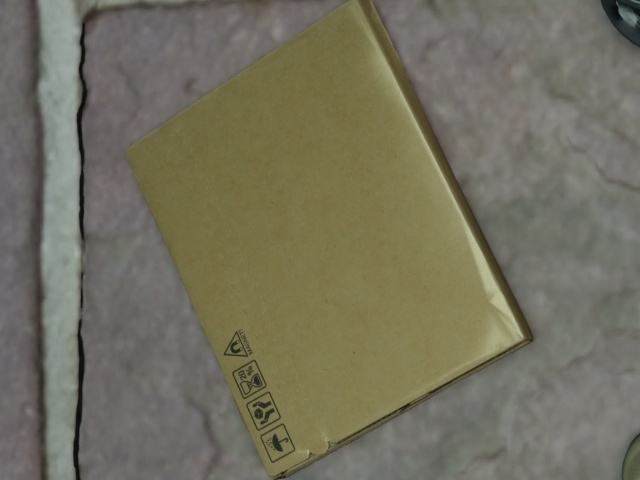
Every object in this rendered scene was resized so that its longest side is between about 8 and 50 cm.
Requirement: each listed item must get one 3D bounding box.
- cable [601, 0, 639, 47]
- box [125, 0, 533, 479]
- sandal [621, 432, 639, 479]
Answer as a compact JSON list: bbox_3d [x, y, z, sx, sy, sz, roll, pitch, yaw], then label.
[{"bbox_3d":[0.196,-0.149,0.835,0.184,0.047,0.150,18,101,22],"label":"cable"},{"bbox_3d":[0.000,0.000,0.938,0.164,0.021,0.201,-31,75,23],"label":"box"},{"bbox_3d":[0.183,0.170,0.822,0.072,0.049,0.180,-26,79,24],"label":"sandal"}]
